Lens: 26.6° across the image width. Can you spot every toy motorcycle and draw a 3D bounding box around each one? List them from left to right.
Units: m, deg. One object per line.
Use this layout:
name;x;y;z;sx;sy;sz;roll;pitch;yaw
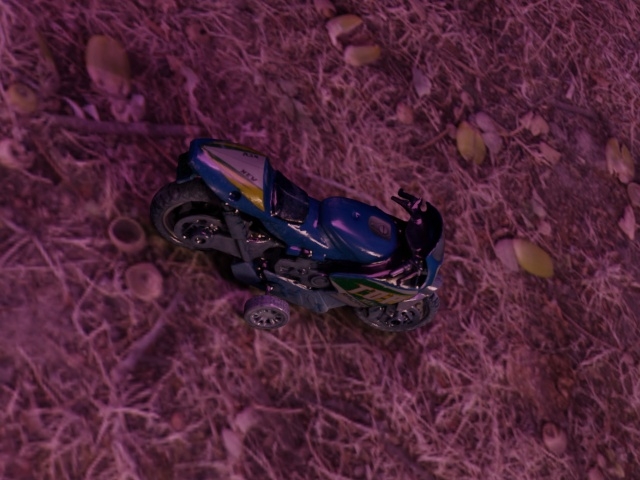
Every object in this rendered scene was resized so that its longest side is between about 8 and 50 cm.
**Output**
toy motorcycle;0.000;0.000;0.975;0.254;0.135;0.092;23;50;-26
